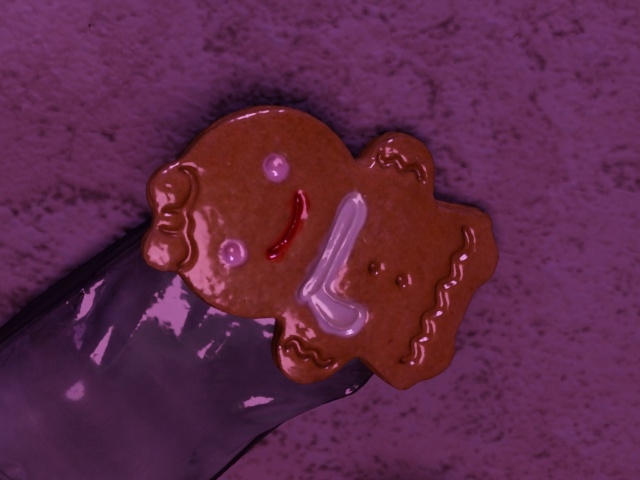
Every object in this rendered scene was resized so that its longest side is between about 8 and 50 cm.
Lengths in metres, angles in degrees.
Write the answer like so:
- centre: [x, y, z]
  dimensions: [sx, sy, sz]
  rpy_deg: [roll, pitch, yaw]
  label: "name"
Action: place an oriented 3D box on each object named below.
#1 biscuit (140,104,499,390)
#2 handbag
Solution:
- centre: [0.001, 0.000, 1.301]
  dimensions: [0.249, 0.035, 0.184]
  rpy_deg: [29, 87, -20]
  label: "biscuit"
- centre: [-0.117, 0.095, 1.386]
  dimensions: [0.332, 0.075, 0.191]
  rpy_deg: [-36, 105, 21]
  label: "handbag"
